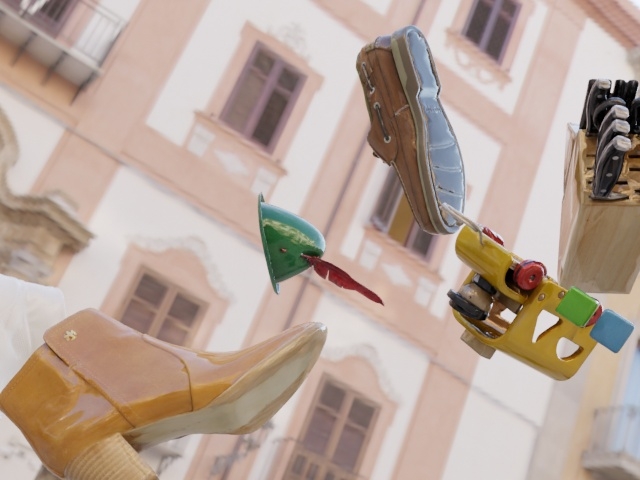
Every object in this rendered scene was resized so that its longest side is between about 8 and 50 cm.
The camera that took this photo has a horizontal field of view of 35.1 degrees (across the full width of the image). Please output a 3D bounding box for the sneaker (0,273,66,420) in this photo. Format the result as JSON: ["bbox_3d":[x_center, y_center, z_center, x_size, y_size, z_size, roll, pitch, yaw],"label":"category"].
[{"bbox_3d":[-0.443,0.197,1.455,0.169,0.293,0.108,14,-11,-37],"label":"sneaker"}]

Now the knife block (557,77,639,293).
[{"bbox_3d":[0.314,-0.041,1.076,0.088,0.242,0.276,2,-73,7],"label":"knife block"}]

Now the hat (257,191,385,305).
[{"bbox_3d":[0.000,0.000,1.715,0.183,0.173,0.209,-9,-36,2],"label":"hat"}]

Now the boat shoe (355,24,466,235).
[{"bbox_3d":[0.128,-0.149,1.460,0.104,0.308,0.110,-17,-13,33],"label":"boat shoe"}]

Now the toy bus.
[{"bbox_3d":[0.179,0.063,0.969,0.202,0.104,0.191,33,6,9],"label":"toy bus"}]

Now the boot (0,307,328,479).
[{"bbox_3d":[-0.159,0.124,1.016,0.211,0.295,0.104,38,-29,28],"label":"boot"}]
